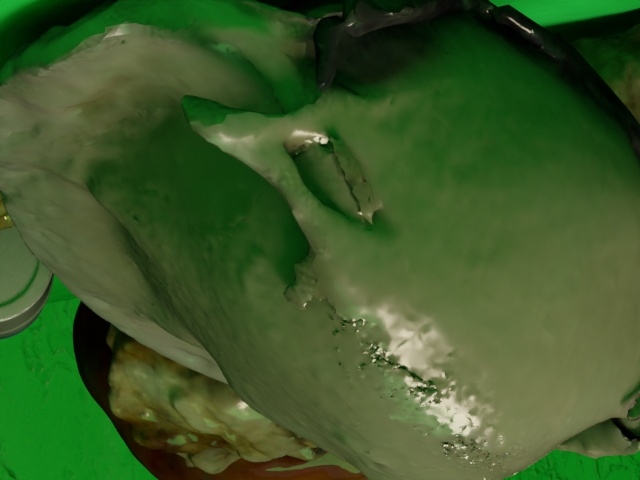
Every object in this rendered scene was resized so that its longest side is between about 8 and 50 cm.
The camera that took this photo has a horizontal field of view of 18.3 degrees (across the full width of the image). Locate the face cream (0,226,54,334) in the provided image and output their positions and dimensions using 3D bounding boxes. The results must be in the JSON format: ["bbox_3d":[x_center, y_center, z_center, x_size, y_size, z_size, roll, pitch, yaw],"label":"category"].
[{"bbox_3d":[-0.198,0.019,1.191,0.077,0.077,0.250,-11,176,-9],"label":"face cream"}]

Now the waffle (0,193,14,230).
[{"bbox_3d":[-0.207,-0.009,0.784,0.214,0.054,0.208,-16,173,7],"label":"waffle"}]

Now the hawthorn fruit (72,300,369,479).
[{"bbox_3d":[-0.014,0.045,1.069,0.208,0.208,0.248,-10,-178,-26],"label":"hawthorn fruit"}]

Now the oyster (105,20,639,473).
[{"bbox_3d":[0.054,-0.011,0.894,0.337,0.133,0.198,-31,154,-25],"label":"oyster"}]

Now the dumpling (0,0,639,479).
[{"bbox_3d":[0.012,-0.013,0.696,0.293,0.163,0.204,37,173,-38],"label":"dumpling"}]
